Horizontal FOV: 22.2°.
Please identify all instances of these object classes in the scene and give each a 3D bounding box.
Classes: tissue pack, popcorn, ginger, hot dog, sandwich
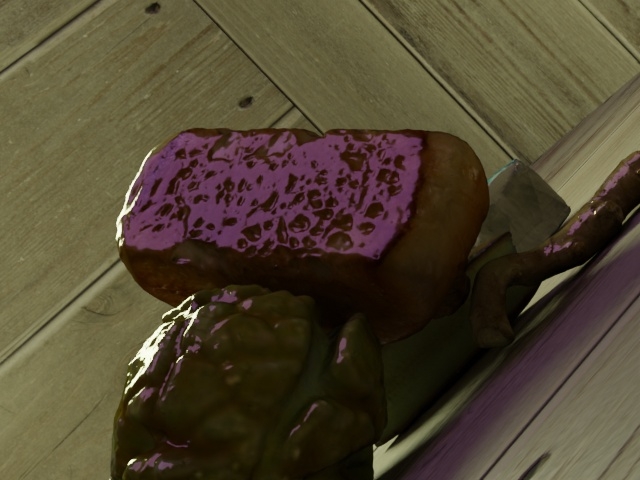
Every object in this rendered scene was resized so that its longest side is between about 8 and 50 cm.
[{"bbox_3d":[0.189,0.029,2.194,0.201,0.124,0.271,-39,-5,-43],"label":"tissue pack"},{"bbox_3d":[-0.067,0.173,1.554,0.282,0.282,0.247,134,139,-74],"label":"popcorn"},{"bbox_3d":[0.251,0.002,1.655,0.288,0.075,0.089,-39,4,-22],"label":"ginger"},{"bbox_3d":[-0.001,0.001,1.682,0.405,0.223,0.185,3,64,33],"label":"hot dog"},{"bbox_3d":[0.124,0.102,1.745,0.258,0.094,0.096,-42,4,-6],"label":"sandwich"}]
